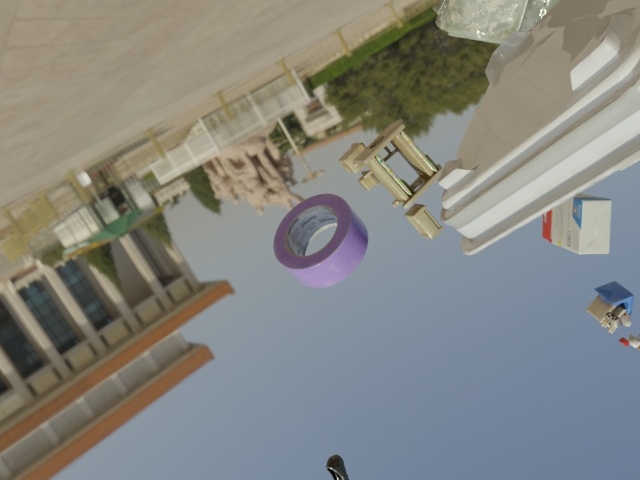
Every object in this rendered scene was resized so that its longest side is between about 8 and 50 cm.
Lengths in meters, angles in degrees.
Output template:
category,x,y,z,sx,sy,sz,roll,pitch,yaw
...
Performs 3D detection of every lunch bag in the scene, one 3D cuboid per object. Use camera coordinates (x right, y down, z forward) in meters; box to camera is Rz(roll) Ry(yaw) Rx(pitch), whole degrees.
category,x,y,z,sx,sy,sz,roll,pitch,yaw
lunch bag,0.356,-0.471,1.244,0.287,0.235,0.169,0,-144,-15

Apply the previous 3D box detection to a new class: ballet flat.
category,x,y,z,sx,sy,sz,roll,pitch,yaw
ballet flat,0.052,0.603,1.736,0.057,0.173,0.049,-10,-162,42

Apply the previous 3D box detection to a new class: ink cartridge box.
category,x,y,z,sx,sy,sz,roll,pitch,yaw
ink cartridge box,0.638,-0.050,1.786,0.078,0.134,0.231,-2,-170,-5

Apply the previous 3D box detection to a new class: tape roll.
category,x,y,z,sx,sy,sz,roll,pitch,yaw
tape roll,0.000,0.000,1.490,0.189,0.080,0.189,-20,-133,23

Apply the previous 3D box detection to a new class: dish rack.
category,x,y,z,sx,sy,sz,roll,pitch,yaw
dish rack,0.220,-0.153,0.634,0.285,0.072,0.333,-64,-171,-27

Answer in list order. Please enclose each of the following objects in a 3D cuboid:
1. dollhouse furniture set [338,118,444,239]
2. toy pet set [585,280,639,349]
category,x,y,z,sx,sy,sz,roll,pitch,yaw
dollhouse furniture set,0.144,-0.109,1.244,0.101,0.182,0.161,-45,-164,-6
toy pet set,0.485,0.122,1.112,0.065,0.122,0.114,-54,-141,13
